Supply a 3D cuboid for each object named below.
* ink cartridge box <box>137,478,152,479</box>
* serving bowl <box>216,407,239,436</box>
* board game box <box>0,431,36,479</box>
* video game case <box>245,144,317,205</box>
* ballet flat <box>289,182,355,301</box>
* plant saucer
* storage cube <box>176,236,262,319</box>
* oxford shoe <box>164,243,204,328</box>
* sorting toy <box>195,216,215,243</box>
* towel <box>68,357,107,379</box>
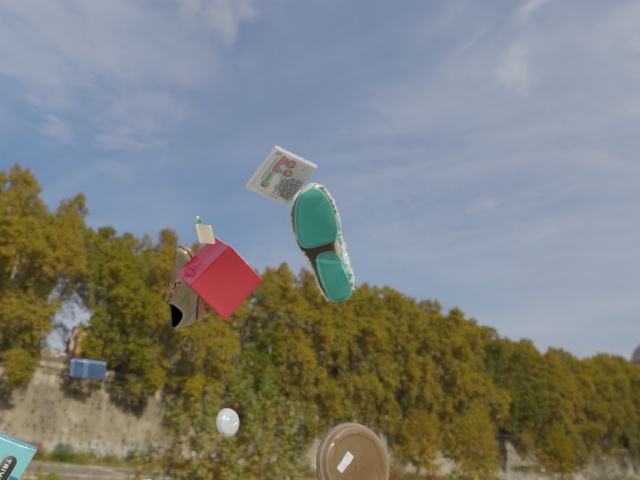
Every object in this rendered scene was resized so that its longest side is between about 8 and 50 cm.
[{"bbox_3d":[-0.560,0.811,1.868,0.104,0.060,0.180,6,-4,-31],"label":"ink cartridge box"},{"bbox_3d":[-0.274,0.547,1.798,0.027,0.083,0.083,-21,-31,33],"label":"serving bowl"},{"bbox_3d":[-0.918,0.561,1.446,0.336,0.254,0.079,32,-21,-16],"label":"board game box"},{"bbox_3d":[-0.110,-0.179,1.669,0.143,0.019,0.157,22,-57,-33],"label":"video game case"},{"bbox_3d":[0.000,0.000,1.749,0.147,0.147,0.409,-3,-57,19],"label":"ballet flat"},{"bbox_3d":[0.116,0.743,1.970,0.277,0.278,0.041,13,-30,-23],"label":"plant saucer"},{"bbox_3d":[-0.354,0.130,2.097,0.215,0.193,0.183,49,-14,-26],"label":"storage cube"},{"bbox_3d":[-0.512,0.182,2.217,0.123,0.348,0.130,22,36,35],"label":"oxford shoe"},{"bbox_3d":[-0.335,-0.030,1.708,0.012,0.083,0.062,-24,-14,29],"label":"sorting toy"},{"bbox_3d":[-0.785,0.433,2.014,0.119,0.067,0.029,10,11,-13],"label":"towel"}]
